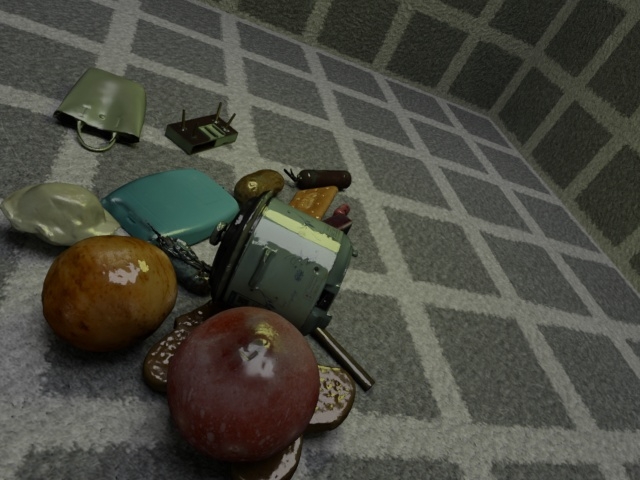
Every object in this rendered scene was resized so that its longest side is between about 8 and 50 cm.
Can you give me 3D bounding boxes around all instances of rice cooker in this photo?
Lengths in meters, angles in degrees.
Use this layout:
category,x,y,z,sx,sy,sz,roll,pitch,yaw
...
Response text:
category,x,y,z,sx,sy,sz,roll,pitch,yaw
rice cooker,-0.094,0.048,1.034,0.316,0.265,0.317,26,11,-6

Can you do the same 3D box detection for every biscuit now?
category,x,y,z,sx,sy,sz,roll,pitch,yaw
biscuit,-0.134,0.282,1.035,0.394,0.076,0.368,41,46,18
biscuit,-0.043,-0.112,1.565,0.160,0.030,0.250,-6,27,22

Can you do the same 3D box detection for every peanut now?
category,x,y,z,sx,sy,sz,roll,pitch,yaw
peanut,-0.190,-0.168,1.558,0.108,0.095,0.226,50,33,1

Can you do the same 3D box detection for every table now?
category,x,y,z,sx,sy,sz,roll,pitch,yaw
table,-0.392,-0.394,1.673,0.121,0.111,0.240,39,36,11

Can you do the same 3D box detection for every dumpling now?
category,x,y,z,sx,sy,sz,roll,pitch,yaw
dumpling,-0.575,-0.054,1.100,0.250,0.132,0.162,8,33,-44

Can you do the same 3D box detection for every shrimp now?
category,x,y,z,sx,sy,sz,roll,pitch,yaw
shrimp,-0.341,0.036,1.180,0.233,0.090,0.079,47,51,-5

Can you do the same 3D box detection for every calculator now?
category,x,y,z,sx,sy,sz,roll,pitch,yaw
calculator,-0.395,-0.099,1.355,0.256,0.055,0.386,39,35,13

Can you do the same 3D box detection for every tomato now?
category,x,y,z,sx,sy,sz,roll,pitch,yaw
tomato,-0.129,0.243,0.860,0.269,0.227,0.271,10,48,-11

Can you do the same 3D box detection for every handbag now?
category,x,y,z,sx,sy,sz,roll,pitch,yaw
handbag,-0.657,-0.392,1.489,0.241,0.109,0.316,15,41,-19

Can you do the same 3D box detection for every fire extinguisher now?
category,x,y,z,sx,sy,sz,roll,pitch,yaw
fire extinguisher,-0.010,-0.228,1.778,0.267,0.072,0.089,-6,57,-41

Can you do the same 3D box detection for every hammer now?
category,x,y,z,sx,sy,sz,roll,pitch,yaw
hammer,-0.002,0.233,1.238,0.365,0.044,0.111,44,37,16
hammer,0.074,-0.101,1.710,0.043,0.043,0.083,36,36,8

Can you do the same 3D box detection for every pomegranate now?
category,x,y,z,sx,sy,sz,roll,pitch,yaw
pomegranate,-0.407,0.098,0.956,0.248,0.248,0.248,20,36,-15

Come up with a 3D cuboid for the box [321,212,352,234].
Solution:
category,x,y,z,sx,sy,sz,roll,pitch,yaw
box,0.000,0.000,1.463,0.069,0.120,0.224,39,37,19
